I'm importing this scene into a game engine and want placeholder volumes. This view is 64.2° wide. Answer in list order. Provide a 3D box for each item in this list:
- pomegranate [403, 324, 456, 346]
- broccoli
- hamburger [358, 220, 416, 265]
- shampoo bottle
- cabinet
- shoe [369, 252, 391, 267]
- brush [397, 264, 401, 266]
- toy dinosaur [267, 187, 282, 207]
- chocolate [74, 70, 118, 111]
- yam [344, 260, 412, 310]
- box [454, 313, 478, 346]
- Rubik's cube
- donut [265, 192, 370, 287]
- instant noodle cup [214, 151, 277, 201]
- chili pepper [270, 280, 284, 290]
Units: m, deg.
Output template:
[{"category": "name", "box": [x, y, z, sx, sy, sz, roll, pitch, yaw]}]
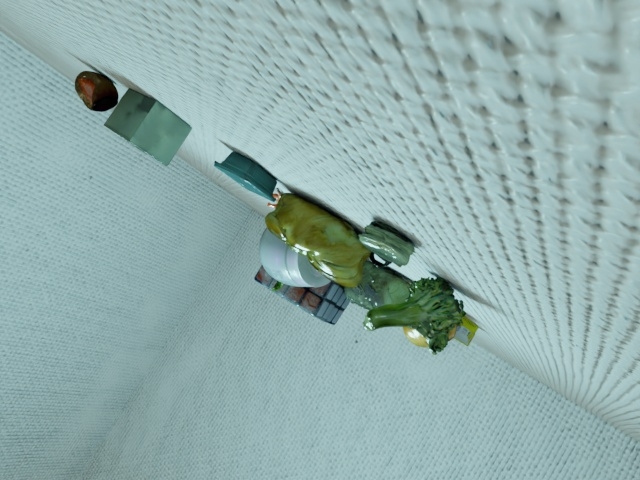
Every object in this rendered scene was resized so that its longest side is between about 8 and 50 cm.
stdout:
[{"category": "pomegranate", "box": [0.422, 0.321, 1.982, 0.209, 0.209, 0.209, 32, 177, 2]}, {"category": "broccoli", "box": [0.260, 0.227, 1.405, 0.198, 0.275, 0.177, 64, 158, -4]}, {"category": "hamburger", "box": [0.151, 0.006, 1.152, 0.133, 0.062, 0.140, 27, 173, 18]}, {"category": "shampoo bottle", "box": [-0.074, 0.038, 1.914, 0.266, 0.273, 0.273, 11, 162, 45]}, {"category": "cabinet", "box": [-0.534, -0.351, 1.579, 0.206, 0.145, 0.150, 30, 176, 41]}, {"category": "shoe", "box": [0.187, 0.057, 1.675, 0.071, 0.049, 0.179, 32, 177, 22]}, {"category": "brush", "box": [0.219, 0.052, 1.586, 0.070, 0.021, 0.196, 30, 178, 33]}, {"category": "toy dinosaur", "box": [-0.146, -0.138, 1.865, 0.101, 0.055, 0.279, 10, 174, -1]}, {"category": "chocolate", "box": [-0.744, -0.499, 1.688, 0.133, 0.124, 0.127, 63, 180, -2]}, {"category": "yam", "box": [0.242, 0.204, 2.071, 0.271, 0.202, 0.201, 36, 154, 50]}, {"category": "box", "box": [0.519, 0.331, 2.182, 0.168, 0.097, 0.265, 35, 176, -38]}, {"category": "Rubik's cube", "box": [-0.022, 0.136, 2.260, 0.344, 0.344, 0.337, 31, 177, 25]}, {"category": "donut", "box": [0.000, 0.000, 1.577, 0.360, 0.170, 0.360, 34, 178, 1]}, {"category": "instant noodle cup", "box": [-0.211, -0.194, 1.526, 0.157, 0.070, 0.179, 29, 175, 35]}, {"category": "chili pepper", "box": [-0.156, 0.030, 2.067, 0.076, 0.359, 0.085, 3, -172, 9]}]
